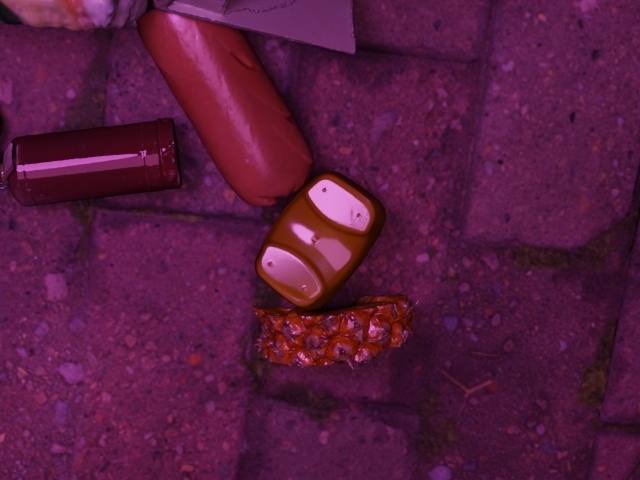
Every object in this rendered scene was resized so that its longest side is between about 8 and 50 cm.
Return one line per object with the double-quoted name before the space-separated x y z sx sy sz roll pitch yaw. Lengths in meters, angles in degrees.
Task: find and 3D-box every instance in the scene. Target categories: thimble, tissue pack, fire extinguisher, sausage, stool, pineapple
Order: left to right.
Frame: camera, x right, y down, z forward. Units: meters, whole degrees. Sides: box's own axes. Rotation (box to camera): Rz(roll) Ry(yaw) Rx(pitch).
"thimble" -0.327 -0.336 1.507 0.254 0.288 0.167 -9 109 -48
"fire extinguisher" -0.317 -0.092 1.665 0.269 0.105 0.104 -7 106 -4
"sausage" -0.118 -0.184 1.649 0.121 0.121 0.304 -29 105 3
"stool" -0.039 -0.372 1.507 0.270 0.243 0.170 13 62 -14
"tissue pack" 0.000 0.000 1.708 0.123 0.127 0.178 37 93 5
"pineapple" 0.022 0.121 1.740 0.233 0.135 0.079 -10 105 -1

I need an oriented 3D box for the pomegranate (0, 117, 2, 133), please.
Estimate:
"pomegranate" -0.444 -0.144 1.663 0.073 0.073 0.084 -4 142 -4
